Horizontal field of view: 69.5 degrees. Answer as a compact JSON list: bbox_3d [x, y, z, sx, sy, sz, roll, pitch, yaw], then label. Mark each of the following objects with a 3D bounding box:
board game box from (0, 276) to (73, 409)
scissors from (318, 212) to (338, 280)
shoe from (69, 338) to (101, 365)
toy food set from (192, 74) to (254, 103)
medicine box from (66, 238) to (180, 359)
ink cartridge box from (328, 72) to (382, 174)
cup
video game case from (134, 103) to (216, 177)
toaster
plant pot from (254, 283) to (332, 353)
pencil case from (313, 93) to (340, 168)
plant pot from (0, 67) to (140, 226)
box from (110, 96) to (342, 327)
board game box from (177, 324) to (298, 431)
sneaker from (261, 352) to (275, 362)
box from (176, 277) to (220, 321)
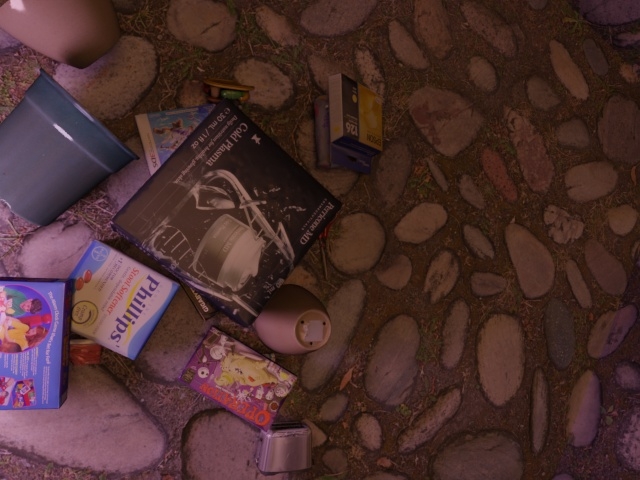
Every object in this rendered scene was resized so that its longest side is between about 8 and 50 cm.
[{"bbox_3d":[-0.813,0.275,1.244,0.233,0.078,0.347,4,92,-14],"label":"board game box"},{"bbox_3d":[0.000,0.000,1.741,0.109,0.021,0.297,11,85,-22],"label":"scissors"},{"bbox_3d":[-0.767,0.342,1.410,0.178,0.063,0.081,4,81,-25],"label":"shoe"},{"bbox_3d":[-0.339,-0.513,1.592,0.218,0.128,0.071,1,118,-22],"label":"toy food set"},{"bbox_3d":[-0.630,0.179,1.424,0.289,0.149,0.263,32,78,-16],"label":"medicine box"},{"bbox_3d":[0.137,-0.419,1.701,0.304,0.072,0.307,2,84,-56],"label":"ink cartridge box"},{"bbox_3d":[-0.736,-0.654,1.354,0.331,0.331,0.237,-52,129,-15],"label":"cup"},{"bbox_3d":[-0.456,-0.318,1.556,0.270,0.061,0.244,-16,95,-21],"label":"video game case"},{"bbox_3d":[-0.115,0.722,1.610,0.227,0.129,0.146,5,84,-19],"label":"toaster"},{"bbox_3d":[-0.069,0.284,1.566,0.257,0.274,0.256,1,88,-21],"label":"plant pot"},{"bbox_3d":[0.039,-0.401,1.712,0.114,0.124,0.273,-1,89,-26],"label":"pencil case"},{"bbox_3d":[-0.765,-0.241,1.310,0.341,0.341,0.334,44,82,-14],"label":"plant pot"},{"bbox_3d":[-0.283,-0.073,1.413,0.472,0.297,0.480,41,74,-16],"label":"box"},{"bbox_3d":[-0.275,0.463,1.559,0.347,0.056,0.208,31,81,-2],"label":"board game box"},{"bbox_3d":[-0.212,0.489,1.621,0.083,0.071,0.190,9,78,-11],"label":"sneaker"},{"bbox_3d":[-0.368,0.070,1.566,0.257,0.079,0.322,-32,99,-21],"label":"box"}]
